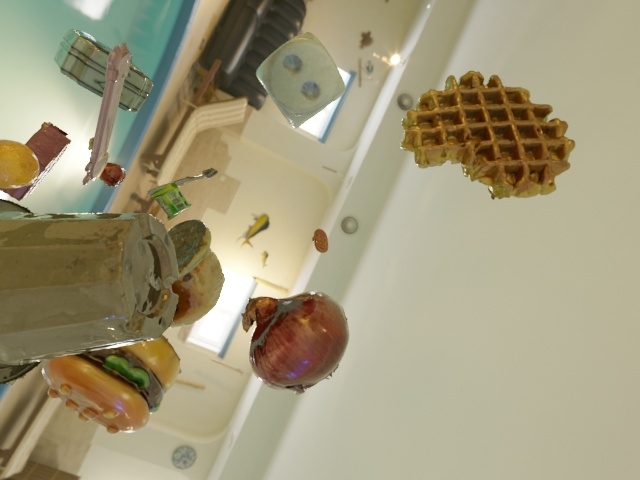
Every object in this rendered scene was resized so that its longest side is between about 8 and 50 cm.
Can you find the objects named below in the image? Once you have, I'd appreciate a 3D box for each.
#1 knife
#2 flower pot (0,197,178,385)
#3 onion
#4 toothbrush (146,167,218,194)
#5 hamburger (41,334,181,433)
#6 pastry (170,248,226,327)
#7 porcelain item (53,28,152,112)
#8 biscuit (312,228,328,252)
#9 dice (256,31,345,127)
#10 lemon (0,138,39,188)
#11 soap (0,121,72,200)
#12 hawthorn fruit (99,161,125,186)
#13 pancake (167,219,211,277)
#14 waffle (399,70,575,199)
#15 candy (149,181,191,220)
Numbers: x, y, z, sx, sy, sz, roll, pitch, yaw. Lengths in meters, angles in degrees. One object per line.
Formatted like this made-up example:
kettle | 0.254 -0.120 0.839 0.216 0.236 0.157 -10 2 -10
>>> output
knife | -0.551 -0.315 1.030 0.398 0.038 0.132 -56 -161 30
flower pot | -0.369 0.069 0.597 0.290 0.259 0.290 -4 90 -88
onion | -0.062 0.314 1.264 0.353 0.354 0.353 -60 -169 21
toothbrush | -0.601 -0.248 1.722 0.414 0.042 0.035 -11 -110 28
hamburger | -0.676 0.427 1.297 0.395 0.396 0.277 -54 -176 45
pastry | -0.576 0.149 1.616 0.388 0.389 0.312 -62 -159 15
porcelain item | -0.781 -0.615 1.461 0.286 0.281 0.157 41 -79 43
biscuit | 0.000 0.000 1.438 0.015 0.078 0.091 -22 -115 36
dice | -0.074 -0.618 1.580 0.265 0.262 0.268 -35 -169 4
lemon | -0.906 -0.218 1.156 0.142 0.187 0.142 -4 90 -87
soap | -1.030 -0.296 1.465 0.289 0.112 0.182 -47 -148 5
hawthorn fruit | -0.743 -0.238 1.428 0.093 0.093 0.093 -60 -169 21
pancake | -0.426 0.034 1.196 0.254 0.037 0.253 -17 -138 16
waffle | 0.267 -0.162 0.642 0.249 0.253 0.056 -34 162 -14
candy | -0.526 -0.139 1.427 0.102 0.032 0.178 -30 159 -11
